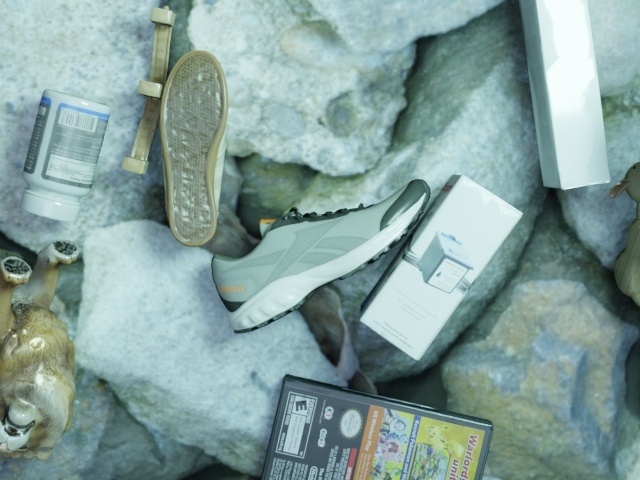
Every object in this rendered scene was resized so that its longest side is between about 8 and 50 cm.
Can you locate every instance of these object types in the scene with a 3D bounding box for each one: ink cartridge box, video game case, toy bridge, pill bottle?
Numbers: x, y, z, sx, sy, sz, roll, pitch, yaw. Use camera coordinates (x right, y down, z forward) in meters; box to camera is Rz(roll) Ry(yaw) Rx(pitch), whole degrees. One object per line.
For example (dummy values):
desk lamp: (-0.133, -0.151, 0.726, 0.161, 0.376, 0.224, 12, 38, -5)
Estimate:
ink cartridge box: (0.128, 0.025, 1.285, 0.082, 0.139, 0.191, 33, 94, 0)
video game case: (0.049, 0.316, 1.363, 0.248, 0.035, 0.275, 13, 94, 0)
toy bridge: (-0.188, -0.168, 1.312, 0.026, 0.063, 0.188, 11, 93, 0)
pill bottle: (-0.288, -0.094, 1.313, 0.078, 0.078, 0.137, 16, 95, 0)

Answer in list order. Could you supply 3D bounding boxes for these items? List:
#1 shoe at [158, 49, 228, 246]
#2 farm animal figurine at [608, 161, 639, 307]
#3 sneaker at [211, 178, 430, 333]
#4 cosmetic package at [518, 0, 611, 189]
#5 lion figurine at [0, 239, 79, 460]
shoe: (-0.145, -0.103, 1.321, 0.076, 0.058, 0.219, 4, 93, -7)
farm animal figurine: (0.418, -0.076, 1.212, 0.330, 0.326, 0.172, -33, 49, 17)
sneaker: (0.000, 0.000, 1.308, 0.271, 0.100, 0.108, -30, 88, 3)
cosmetic package: (0.266, -0.179, 1.288, 0.060, 0.099, 0.239, -8, 95, 2)
lion figurine: (-0.416, 0.061, 1.308, 0.392, 0.142, 0.240, 37, 123, 12)
